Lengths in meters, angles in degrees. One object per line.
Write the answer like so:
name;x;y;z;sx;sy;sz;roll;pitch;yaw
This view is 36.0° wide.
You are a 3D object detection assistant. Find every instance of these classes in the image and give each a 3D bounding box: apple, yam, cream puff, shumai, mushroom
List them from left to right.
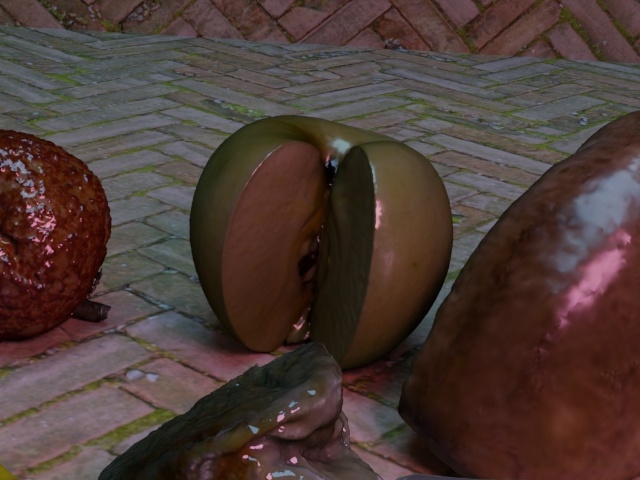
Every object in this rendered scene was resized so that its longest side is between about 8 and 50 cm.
cream puff;-0.350;-0.012;1.068;0.240;0.240;0.164;8;-7;8
yam;-0.303;0.076;1.135;0.130;0.033;0.027;13;-6;8
shumai;-0.040;0.211;0.757;0.222;0.203;0.272;-31;5;-11
apple;0.000;0.000;1.078;0.292;0.254;0.292;7;22;-3
mushroom;0.262;0.060;0.947;0.397;0.313;0.224;-19;34;-35

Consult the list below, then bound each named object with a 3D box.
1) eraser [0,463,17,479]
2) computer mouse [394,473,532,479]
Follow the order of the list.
eraser;-0.319;0.199;0.804;0.097;0.045;0.122;-17;31;-40
computer mouse;0.136;0.234;0.802;0.182;0.056;0.089;5;27;-18
